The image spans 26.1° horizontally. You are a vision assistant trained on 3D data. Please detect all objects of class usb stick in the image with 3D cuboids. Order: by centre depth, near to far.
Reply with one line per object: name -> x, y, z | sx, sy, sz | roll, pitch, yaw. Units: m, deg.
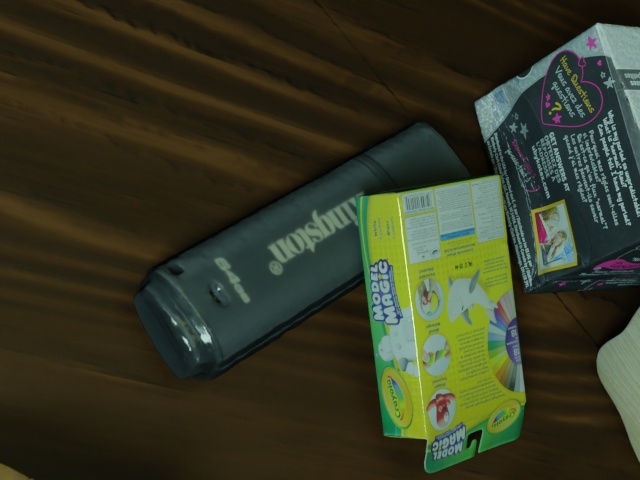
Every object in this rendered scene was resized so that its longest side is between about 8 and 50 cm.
usb stick -> 0.000, 0.000, 0.879 | 0.278, 0.045, 0.077 | -31, 91, -40

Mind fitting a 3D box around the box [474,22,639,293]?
box -> 0.266, -0.060, 1.037 | 0.247, 0.142, 0.163 | -1, 71, -37

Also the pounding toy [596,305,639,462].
pounding toy -> 0.284, 0.156, 0.946 | 0.155, 0.154, 0.269 | -18, 81, -40

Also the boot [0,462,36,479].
boot -> -0.160, 0.239, 0.586 | 0.264, 0.096, 0.280 | 23, 45, 20

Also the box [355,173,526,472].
box -> 0.081, 0.052, 0.889 | 0.105, 0.043, 0.179 | -11, 94, -43
